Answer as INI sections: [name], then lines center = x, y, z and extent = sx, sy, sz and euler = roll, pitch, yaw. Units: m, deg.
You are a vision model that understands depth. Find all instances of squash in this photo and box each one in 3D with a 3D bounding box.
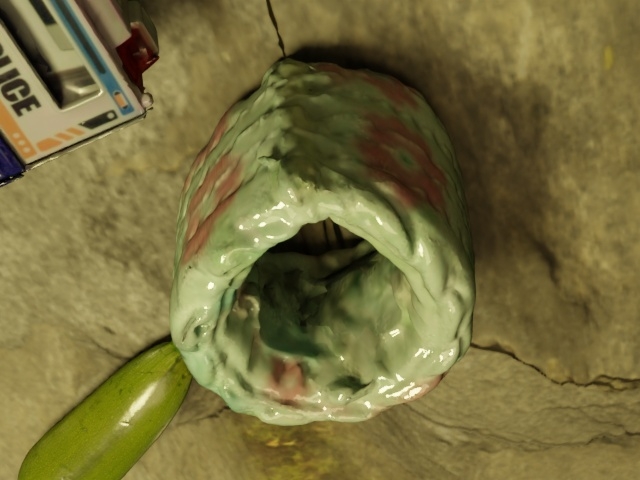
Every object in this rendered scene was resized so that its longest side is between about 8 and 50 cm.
[squash]
center = -0.158, 0.141, 0.976
extent = 0.066, 0.066, 0.201
euler = 30, 117, -28

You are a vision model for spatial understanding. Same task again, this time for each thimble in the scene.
[thimble]
center = 0.000, 0.000, 0.797
extent = 0.185, 0.149, 0.211
euler = -5, 133, 3

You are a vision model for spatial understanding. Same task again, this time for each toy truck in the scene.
[toy truck]
center = -0.203, -0.160, 0.655
extent = 0.155, 0.124, 0.268
euler = -22, 133, 6
